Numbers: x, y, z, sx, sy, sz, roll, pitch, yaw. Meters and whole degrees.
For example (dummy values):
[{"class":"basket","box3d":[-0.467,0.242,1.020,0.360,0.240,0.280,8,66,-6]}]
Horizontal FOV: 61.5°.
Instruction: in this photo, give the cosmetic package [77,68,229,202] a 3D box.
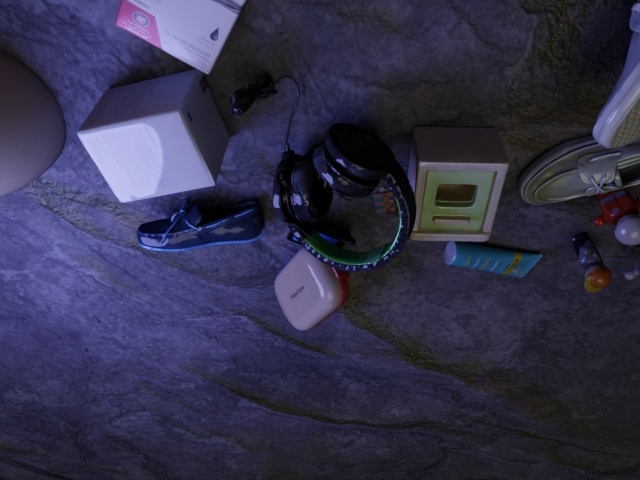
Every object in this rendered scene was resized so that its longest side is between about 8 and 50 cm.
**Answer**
[{"class":"cosmetic package","box3d":[-0.277,-0.180,0.929,0.183,0.151,0.151,-8,132,12]}]

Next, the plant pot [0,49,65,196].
[{"class":"plant pot","box3d":[-0.621,-0.174,0.925,0.284,0.191,0.284,2,133,2]}]

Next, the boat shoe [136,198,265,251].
[{"class":"boat shoe","box3d":[-0.246,-0.044,1.104,0.258,0.109,0.089,-10,126,-11]}]

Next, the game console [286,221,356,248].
[{"class":"game console","box3d":[0.000,0.000,1.139,0.122,0.107,0.071,19,102,-15]}]

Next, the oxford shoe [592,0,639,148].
[{"class":"oxford shoe","box3d":[0.499,-0.337,0.723,0.169,0.130,0.449,-6,128,-43]}]

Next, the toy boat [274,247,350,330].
[{"class":"toy boat","box3d":[0.002,0.098,1.193,0.151,0.151,0.231,-16,160,-38]}]

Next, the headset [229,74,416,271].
[{"class":"headset","box3d":[-0.002,-0.107,0.941,0.243,0.185,0.394,-25,104,35]}]

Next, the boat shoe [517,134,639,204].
[{"class":"boat shoe","box3d":[0.513,-0.135,0.971,0.302,0.094,0.109,-24,127,22]}]

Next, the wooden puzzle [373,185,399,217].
[{"class":"wooden puzzle","box3d":[0.136,-0.078,1.100,0.049,0.006,0.083,-8,132,10]}]

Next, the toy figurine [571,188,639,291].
[{"class":"toy figurine","box3d":[0.629,0.007,1.060,0.213,0.148,0.210,7,132,-5]}]

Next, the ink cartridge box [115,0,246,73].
[{"class":"ink cartridge box","box3d":[-0.181,-0.379,0.777,0.158,0.092,0.218,25,131,-19]}]

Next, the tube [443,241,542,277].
[{"class":"tube","box3d":[0.374,0.042,1.177,0.207,0.052,0.080,9,142,-14]}]

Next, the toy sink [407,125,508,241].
[{"class":"toy sink","box3d":[0.242,-0.080,1.010,0.152,0.131,0.234,2,133,2]}]
